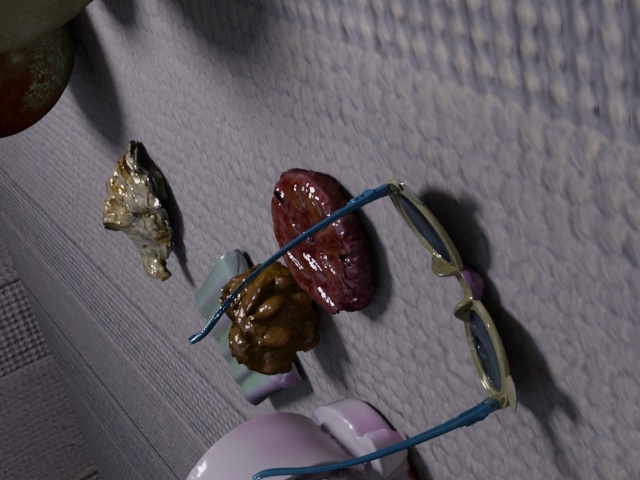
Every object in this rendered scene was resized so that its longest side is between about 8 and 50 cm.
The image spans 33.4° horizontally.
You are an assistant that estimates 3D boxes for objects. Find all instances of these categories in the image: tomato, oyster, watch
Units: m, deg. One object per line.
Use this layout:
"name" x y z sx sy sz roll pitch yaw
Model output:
"tomato" -0.445 -0.279 1.427 0.270 0.223 0.270 50 171 11
"oyster" -0.246 -0.032 1.443 0.191 0.081 0.163 63 154 -7
"watch" -0.010 0.301 1.061 0.196 0.231 0.244 33 140 48

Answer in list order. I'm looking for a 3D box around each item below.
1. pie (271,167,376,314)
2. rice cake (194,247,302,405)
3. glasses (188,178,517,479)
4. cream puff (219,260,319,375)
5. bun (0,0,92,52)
"pie" 0.000 0.000 0.968 0.154 0.036 0.154 47 152 35
"rice cake" -0.093 0.113 1.304 0.189 0.037 0.198 64 158 1
"glasses" 0.024 0.073 0.807 0.189 0.221 0.088 63 -162 -1
"cream puff" -0.056 0.082 1.109 0.116 0.094 0.122 53 160 32
"bun" -0.273 -0.343 0.960 0.364 0.202 0.364 -3 87 50
